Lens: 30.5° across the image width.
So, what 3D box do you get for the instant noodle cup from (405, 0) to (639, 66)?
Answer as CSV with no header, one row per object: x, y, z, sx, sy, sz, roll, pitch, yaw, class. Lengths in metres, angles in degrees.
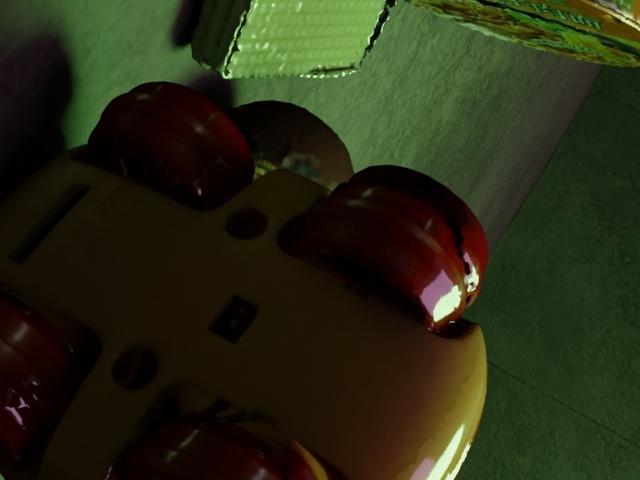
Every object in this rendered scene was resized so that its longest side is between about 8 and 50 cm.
0.154,-0.242,0.810,0.230,0.230,0.182,7,100,-77,instant noodle cup

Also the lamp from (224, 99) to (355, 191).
-0.033,-0.004,0.724,0.157,0.135,0.156,-49,165,-46,lamp

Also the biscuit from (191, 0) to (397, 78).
0.016,-0.202,0.637,0.147,0.046,0.250,-18,138,-52,biscuit

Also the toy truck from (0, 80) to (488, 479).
-0.055,0.074,0.554,0.189,0.264,0.239,-53,155,-29,toy truck
